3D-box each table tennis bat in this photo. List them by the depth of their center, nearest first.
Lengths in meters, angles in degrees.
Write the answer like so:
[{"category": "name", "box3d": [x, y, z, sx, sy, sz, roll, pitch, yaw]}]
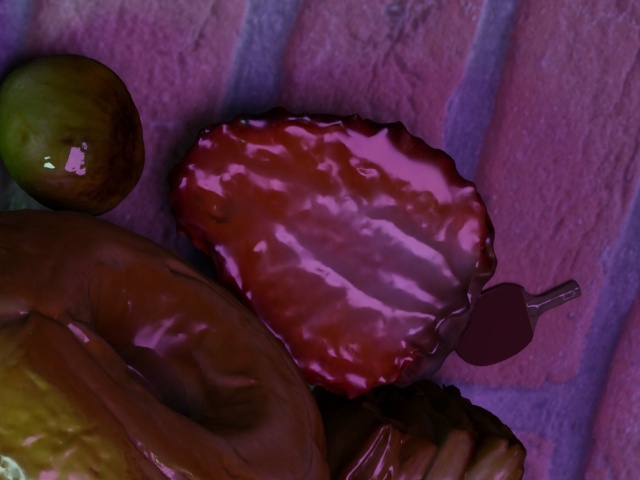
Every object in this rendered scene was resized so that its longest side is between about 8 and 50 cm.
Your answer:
[{"category": "table tennis bat", "box3d": [0.211, 0.081, 1.986, 0.156, 0.013, 0.087, -24, 115, -13]}]

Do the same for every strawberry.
[{"category": "strawberry", "box3d": [0.000, 0.000, 1.782, 0.336, 0.149, 0.265, 30, 80, -17]}]

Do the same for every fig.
[{"category": "fig", "box3d": [-0.222, -0.095, 1.653, 0.121, 0.136, 0.153, -24, 91, 26]}]

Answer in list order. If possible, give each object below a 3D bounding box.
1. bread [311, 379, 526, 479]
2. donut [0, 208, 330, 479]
[{"category": "bread", "box3d": [0.015, 0.274, 1.815, 0.370, 0.314, 0.191, -45, 103, -2]}, {"category": "donut", "box3d": [-0.173, 0.153, 1.555, 0.449, 0.449, 0.198, 29, 117, -30]}]
